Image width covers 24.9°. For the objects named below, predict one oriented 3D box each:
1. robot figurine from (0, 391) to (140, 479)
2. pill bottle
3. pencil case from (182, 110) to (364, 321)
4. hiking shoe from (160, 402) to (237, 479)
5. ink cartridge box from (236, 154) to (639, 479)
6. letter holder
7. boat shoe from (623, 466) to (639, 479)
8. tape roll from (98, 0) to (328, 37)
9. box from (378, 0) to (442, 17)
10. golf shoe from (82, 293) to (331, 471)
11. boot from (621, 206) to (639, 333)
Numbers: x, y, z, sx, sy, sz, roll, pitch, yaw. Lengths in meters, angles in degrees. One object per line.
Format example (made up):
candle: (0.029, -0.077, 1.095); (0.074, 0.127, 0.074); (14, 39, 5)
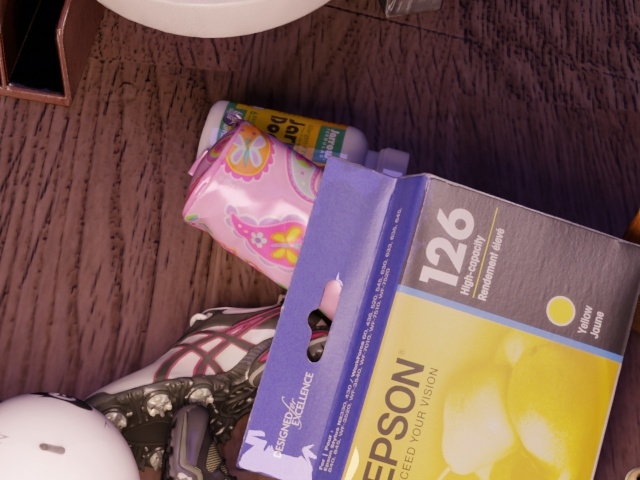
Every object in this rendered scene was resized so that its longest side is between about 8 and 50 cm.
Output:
robot figurine: (-0.274, 0.224, 1.175); (0.209, 0.278, 0.174); (-15, 83, -60)
pill bottle: (-0.018, -0.068, 1.489); (0.208, 0.117, 0.118); (12, 54, 3)
pencil case: (0.000, 0.000, 1.391); (0.284, 0.124, 0.124); (32, 55, -7)
hiking shoe: (-0.072, 0.249, 1.259); (0.114, 0.086, 0.227); (-8, 76, -15)
ink cartridge box: (0.115, 0.104, 1.303); (0.307, 0.072, 0.304); (18, 81, -9)
letter holder: (-0.316, -0.338, 1.598); (0.152, 0.214, 0.302); (10, 53, 2)
boat shoe: (0.395, 0.282, 1.288); (0.285, 0.089, 0.105); (16, 53, 6)
tape roll: (-0.112, -0.398, 1.520); (0.392, 0.072, 0.392); (0, 69, -1)
box: (0.077, -0.458, 1.708); (0.076, 0.242, 0.307); (-11, 56, -13)
golf shoe: (-0.111, 0.131, 1.361); (0.272, 0.105, 0.120); (-14, 41, -23)
boot: (0.435, 0.038, 1.396); (0.295, 0.211, 0.104); (12, 54, 3)
